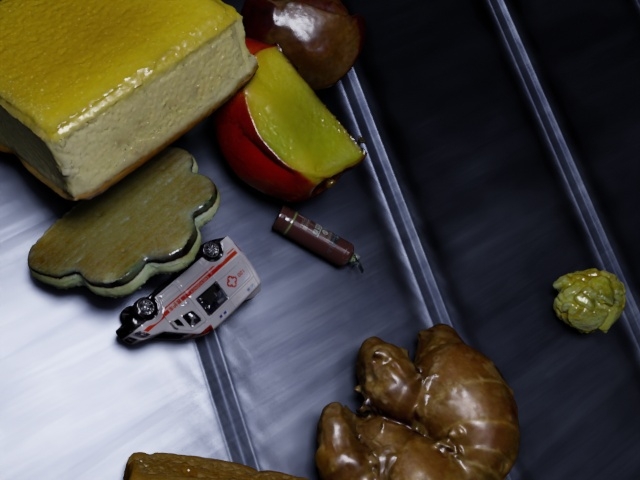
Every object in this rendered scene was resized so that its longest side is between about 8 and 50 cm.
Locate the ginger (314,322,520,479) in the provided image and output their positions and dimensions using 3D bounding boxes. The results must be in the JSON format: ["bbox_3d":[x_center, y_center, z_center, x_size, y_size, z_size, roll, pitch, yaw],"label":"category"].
[{"bbox_3d":[0.147,0.277,1.149,0.274,0.152,0.357,28,62,13],"label":"ginger"}]

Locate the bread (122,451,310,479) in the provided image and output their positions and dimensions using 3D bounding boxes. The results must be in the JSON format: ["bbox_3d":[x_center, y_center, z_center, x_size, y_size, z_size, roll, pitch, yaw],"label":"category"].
[{"bbox_3d":[-0.120,0.340,1.023,0.271,0.139,0.077,15,92,-17],"label":"bread"}]

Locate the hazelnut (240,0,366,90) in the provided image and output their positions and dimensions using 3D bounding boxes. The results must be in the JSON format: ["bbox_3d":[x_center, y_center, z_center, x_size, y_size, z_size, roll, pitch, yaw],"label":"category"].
[{"bbox_3d":[-0.033,-0.333,1.278,0.201,0.170,0.160,30,62,-20],"label":"hazelnut"}]

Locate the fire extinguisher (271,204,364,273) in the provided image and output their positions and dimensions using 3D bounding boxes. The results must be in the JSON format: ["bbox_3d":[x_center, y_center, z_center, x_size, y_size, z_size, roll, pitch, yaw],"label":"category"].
[{"bbox_3d":[0.000,0.000,1.245,0.158,0.043,0.064,31,21,-9],"label":"fire extinguisher"}]

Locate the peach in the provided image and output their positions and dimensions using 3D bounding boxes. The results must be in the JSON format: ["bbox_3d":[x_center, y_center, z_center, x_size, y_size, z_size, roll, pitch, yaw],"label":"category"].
[{"bbox_3d":[-0.084,-0.171,1.205,0.267,0.159,0.154,51,53,-7],"label":"peach"}]

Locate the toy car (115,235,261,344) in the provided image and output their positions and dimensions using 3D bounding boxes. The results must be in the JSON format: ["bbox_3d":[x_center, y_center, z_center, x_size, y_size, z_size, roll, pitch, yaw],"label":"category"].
[{"bbox_3d":[-0.185,0.089,1.118,0.209,0.089,0.108,-43,100,-31],"label":"toy car"}]

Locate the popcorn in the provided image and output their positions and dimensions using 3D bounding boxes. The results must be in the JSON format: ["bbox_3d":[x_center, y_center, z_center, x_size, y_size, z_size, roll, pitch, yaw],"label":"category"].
[{"bbox_3d":[0.458,0.104,1.353,0.120,0.116,0.106,-33,129,-24],"label":"popcorn"}]

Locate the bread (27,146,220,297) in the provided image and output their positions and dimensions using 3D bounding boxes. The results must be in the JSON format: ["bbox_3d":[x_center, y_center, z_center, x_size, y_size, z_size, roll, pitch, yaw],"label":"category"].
[{"bbox_3d":[-0.252,-0.015,1.098,0.207,0.056,0.286,31,60,30],"label":"bread"}]

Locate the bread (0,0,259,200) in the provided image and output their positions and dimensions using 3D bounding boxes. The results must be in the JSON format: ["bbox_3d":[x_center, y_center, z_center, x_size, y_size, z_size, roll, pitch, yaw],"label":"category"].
[{"bbox_3d":[-0.312,-0.245,1.094,0.323,0.143,0.333,34,62,29],"label":"bread"}]
